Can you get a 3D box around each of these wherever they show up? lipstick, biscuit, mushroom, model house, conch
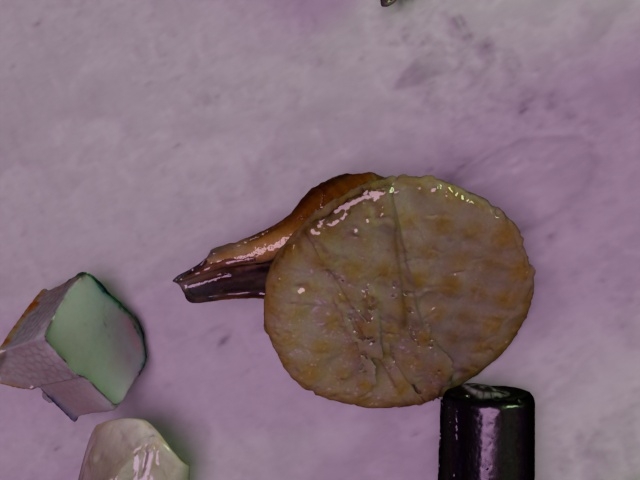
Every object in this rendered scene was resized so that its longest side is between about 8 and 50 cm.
[{"bbox_3d":[0.130,0.263,0.853,0.081,0.081,0.300,3,95,12],"label":"lipstick"},{"bbox_3d":[0.062,0.047,0.835,0.219,0.033,0.220,-3,121,-5],"label":"biscuit"},{"bbox_3d":[-0.163,0.252,0.912,0.097,0.088,0.213,-1,99,-20],"label":"mushroom"},{"bbox_3d":[-0.220,0.096,0.925,0.100,0.088,0.101,-20,122,35],"label":"model house"},{"bbox_3d":[0.004,0.001,0.867,0.232,0.080,0.086,-30,96,15],"label":"conch"}]

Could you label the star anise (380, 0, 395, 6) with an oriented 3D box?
[{"bbox_3d":[0.076,-0.308,0.842,0.212,0.073,0.197,-28,90,9],"label":"star anise"}]
